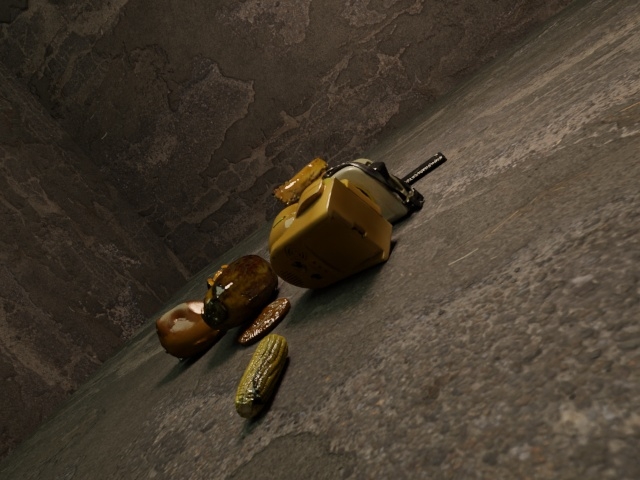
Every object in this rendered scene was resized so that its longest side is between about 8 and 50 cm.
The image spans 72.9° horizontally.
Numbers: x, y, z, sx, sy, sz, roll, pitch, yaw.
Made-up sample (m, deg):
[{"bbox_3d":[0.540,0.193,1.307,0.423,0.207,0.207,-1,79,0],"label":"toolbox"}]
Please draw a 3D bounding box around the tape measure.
[{"bbox_3d":[0.133,-0.143,1.279,0.271,0.231,0.133,-29,12,40],"label":"tape measure"}]

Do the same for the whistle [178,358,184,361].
[{"bbox_3d":[-0.413,0.319,1.609,0.312,0.062,0.062,-43,12,-21],"label":"whistle"}]

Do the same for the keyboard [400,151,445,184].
[{"bbox_3d":[0.334,-0.231,1.522,0.230,0.025,0.093,-35,13,18],"label":"keyboard"}]

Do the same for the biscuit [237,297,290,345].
[{"bbox_3d":[-0.164,0.231,1.256,0.188,0.027,0.188,-37,10,8],"label":"biscuit"}]

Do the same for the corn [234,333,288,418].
[{"bbox_3d":[-0.115,0.264,0.867,0.072,0.072,0.203,-33,14,24],"label":"corn"}]

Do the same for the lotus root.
[{"bbox_3d":[-0.255,0.159,1.408,0.196,0.179,0.397,-36,4,22],"label":"lotus root"}]

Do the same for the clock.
[{"bbox_3d":[0.000,0.000,1.136,0.317,0.244,0.200,-35,27,34],"label":"clock"}]

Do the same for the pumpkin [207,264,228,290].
[{"bbox_3d":[-0.487,0.211,2.139,0.183,0.119,0.107,-45,-24,-53],"label":"pumpkin"}]

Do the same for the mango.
[{"bbox_3d":[-0.433,0.309,1.493,0.236,0.166,0.136,-35,-30,-8],"label":"mango"}]

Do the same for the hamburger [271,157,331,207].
[{"bbox_3d":[-0.014,-0.219,1.944,0.287,0.268,0.445,-37,7,16],"label":"hamburger"}]
